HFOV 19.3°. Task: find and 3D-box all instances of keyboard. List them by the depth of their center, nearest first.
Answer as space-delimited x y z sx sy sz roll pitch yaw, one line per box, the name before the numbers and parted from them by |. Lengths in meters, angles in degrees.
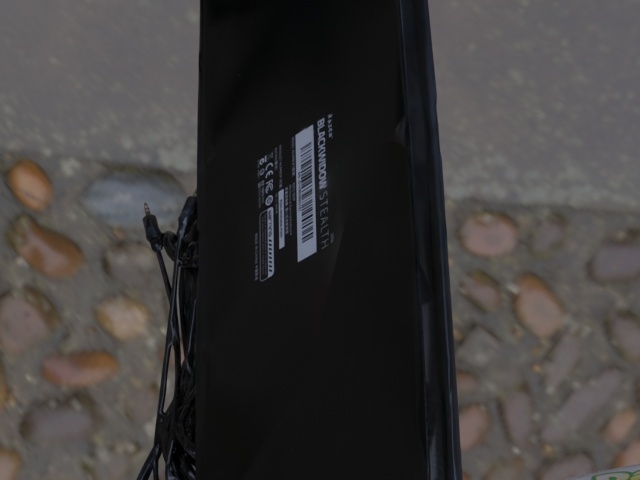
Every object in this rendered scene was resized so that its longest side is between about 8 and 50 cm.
keyboard | 0.000 0.000 0.434 0.038 0.192 0.100 26 140 -36

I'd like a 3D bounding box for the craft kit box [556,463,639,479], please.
craft kit box | 0.102 0.188 0.541 0.250 0.061 0.246 -14 94 11
